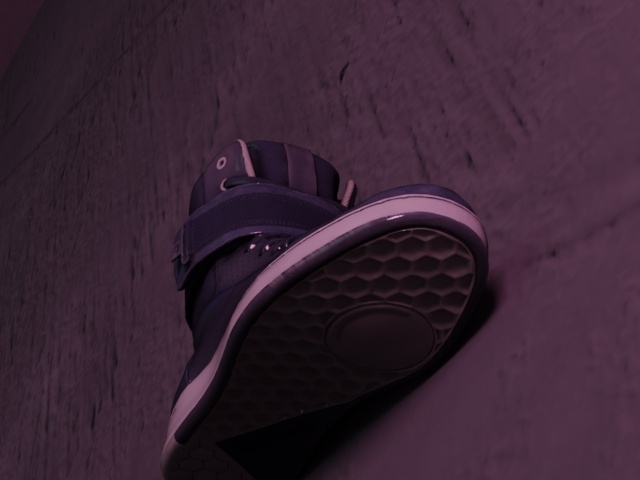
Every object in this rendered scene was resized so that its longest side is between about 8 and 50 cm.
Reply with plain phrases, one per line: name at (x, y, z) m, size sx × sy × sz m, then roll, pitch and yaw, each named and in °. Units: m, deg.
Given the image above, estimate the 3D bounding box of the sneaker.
sneaker at (-0.002, 0.000, 0.755) m, size 0.226 × 0.086 × 0.163 m, roll -45°, pitch 29°, yaw 46°
